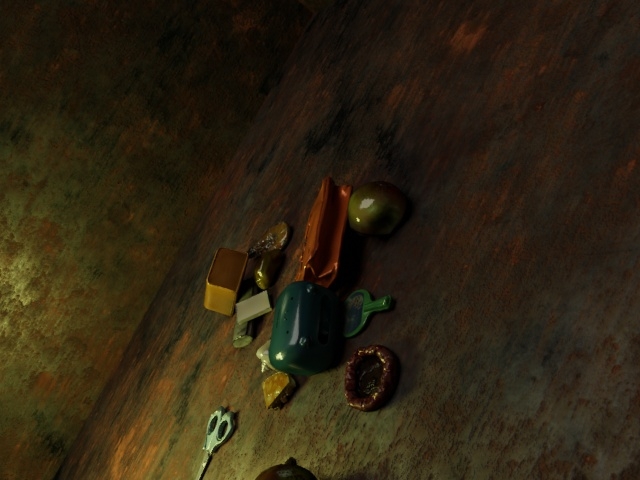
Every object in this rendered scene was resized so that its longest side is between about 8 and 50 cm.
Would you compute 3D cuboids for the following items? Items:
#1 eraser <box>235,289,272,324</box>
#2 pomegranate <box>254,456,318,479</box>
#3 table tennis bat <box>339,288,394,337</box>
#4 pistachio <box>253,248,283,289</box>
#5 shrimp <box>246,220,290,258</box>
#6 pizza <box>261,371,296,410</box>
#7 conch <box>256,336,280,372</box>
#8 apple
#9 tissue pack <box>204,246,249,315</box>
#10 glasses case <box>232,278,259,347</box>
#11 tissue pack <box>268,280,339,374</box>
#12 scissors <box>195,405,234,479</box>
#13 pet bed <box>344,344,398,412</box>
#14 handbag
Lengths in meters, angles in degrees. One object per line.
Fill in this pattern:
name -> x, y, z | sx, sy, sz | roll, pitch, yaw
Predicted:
eraser -> -0.273, 0.272, 2.345 | 0.150, 0.023, 0.104 | -25, 41, 4
pomegranate -> -0.108, 0.706, 1.515 | 0.246, 0.198, 0.198 | -56, 27, 1
table tennis bat -> 0.133, 0.217, 1.795 | 0.257, 0.039, 0.160 | -27, 43, 49
pistachio -> -0.230, 0.112, 2.435 | 0.110, 0.100, 0.189 | -3, 61, 53
shrimp -> -0.240, 0.030, 2.584 | 0.317, 0.062, 0.164 | -34, 38, 34
pizza -> -0.146, 0.509, 1.944 | 0.175, 0.046, 0.134 | -8, 55, 57
conch -> -0.105, 0.364, 1.983 | 0.255, 0.127, 0.158 | -38, -1, -10
apple -> 0.182, -0.111, 1.919 | 0.207, 0.174, 0.188 | -32, 36, 14
tissue pack -> -0.415, 0.183, 2.515 | 0.274, 0.145, 0.194 | 113, 170, -58
glasses case -> -0.311, 0.302, 2.419 | 0.114, 0.060, 0.299 | -38, 33, 33
tissue pack -> -0.042, 0.275, 1.838 | 0.206, 0.198, 0.287 | -34, 39, 49
scissors -> -0.419, 0.793, 2.126 | 0.191, 0.029, 0.360 | -1, 61, 57
pet bed -> 0.138, 0.379, 1.601 | 0.201, 0.053, 0.201 | -35, 41, 36
handbag -> 0.000, 0.000, 2.054 | 0.303, 0.116, 0.410 | 120, 165, -54
